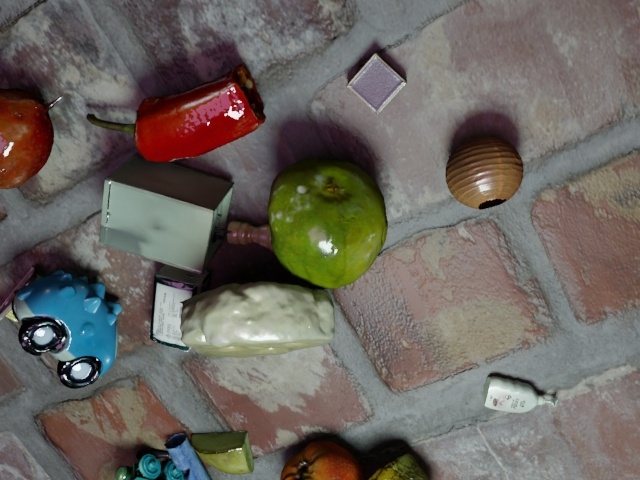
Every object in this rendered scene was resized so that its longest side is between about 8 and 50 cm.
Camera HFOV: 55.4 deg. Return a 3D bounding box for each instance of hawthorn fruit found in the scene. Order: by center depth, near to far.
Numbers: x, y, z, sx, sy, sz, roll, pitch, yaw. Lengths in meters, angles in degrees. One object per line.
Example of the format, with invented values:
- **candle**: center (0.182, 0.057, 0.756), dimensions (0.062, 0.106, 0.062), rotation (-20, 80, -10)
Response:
- **hawthorn fruit**: center (-0.583, -0.212, 1.160), dimensions (0.235, 0.181, 0.181), rotation (-38, 104, 2)
- **hawthorn fruit**: center (0.027, 0.575, 1.402), dimensions (0.197, 0.196, 0.225), rotation (-40, 117, 21)

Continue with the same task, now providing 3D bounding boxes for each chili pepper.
- **chili pepper**: center (-0.274, -0.207, 1.129), dimensions (0.339, 0.134, 0.131), rotation (-16, 123, 12)

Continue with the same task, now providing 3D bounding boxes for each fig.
- **fig**: center (0.016, -0.024, 1.157), dimensions (0.233, 0.314, 0.232), rotation (-2, 76, 6)

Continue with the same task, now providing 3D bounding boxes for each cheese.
- **cheese**: center (-0.128, 0.162, 1.184), dimensions (0.327, 0.318, 0.115), rotation (-18, 70, 36)

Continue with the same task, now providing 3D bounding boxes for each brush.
- **brush**: center (-0.714, 0.176, 1.394), dimensions (0.067, 0.072, 0.313), rotation (39, 114, -24)

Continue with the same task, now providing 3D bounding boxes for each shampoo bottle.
- **shampoo bottle**: center (0.433, 0.339, 1.317), dimensions (0.152, 0.045, 0.077), rotation (9, 114, 3)

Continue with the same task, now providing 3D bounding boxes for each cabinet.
- **cabinet**: center (-0.294, -0.056, 1.186), dimensions (0.206, 0.150, 0.145), rotation (17, 119, 0)

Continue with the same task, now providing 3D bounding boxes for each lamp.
- **lamp**: center (0.291, -0.122, 1.089), dimensions (0.137, 0.136, 0.136), rotation (3, 114, 7)

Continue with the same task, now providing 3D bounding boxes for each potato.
- **potato**: center (-0.241, 0.533, 1.473), dimensions (0.149, 0.081, 0.120), rotation (-6, 110, 10)

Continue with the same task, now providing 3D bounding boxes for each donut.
- **donut**: center (0.161, 0.620, 1.363), dimensions (0.107, 0.272, 0.271), rotation (35, 121, 37)

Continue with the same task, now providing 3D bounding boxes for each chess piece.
- **chess piece**: center (-0.125, -0.012, 1.232), dimensions (0.122, 0.066, 0.066), rotation (8, 114, 9)

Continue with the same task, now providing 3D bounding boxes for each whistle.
- **whistle**: center (-0.299, 0.616, 1.527), dimensions (0.062, 0.062, 0.304), rotation (-16, 110, 14)

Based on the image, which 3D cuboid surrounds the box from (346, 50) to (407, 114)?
- **box**: center (0.100, -0.285, 1.096), dimensions (0.083, 0.035, 0.079), rotation (39, 113, -10)

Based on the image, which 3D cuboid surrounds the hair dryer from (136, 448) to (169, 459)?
- **hair dryer**: center (-0.422, 0.559, 1.544), dimensions (0.079, 0.031, 0.083), rotation (3, 128, -3)

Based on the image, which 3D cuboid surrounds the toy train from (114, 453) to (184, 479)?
- **toy train**: center (-0.407, 0.614, 1.479), dimensions (0.107, 0.154, 0.198), rotation (-37, 132, 18)

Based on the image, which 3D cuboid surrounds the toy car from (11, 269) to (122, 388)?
- **toy car**: center (-0.524, 0.175, 1.303), dimensions (0.190, 0.188, 0.255), rotation (-39, 123, -15)

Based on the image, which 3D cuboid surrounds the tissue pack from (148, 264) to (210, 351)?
- **tissue pack**: center (-0.303, 0.142, 1.307), dimensions (0.103, 0.090, 0.170), rotation (14, 113, 3)
